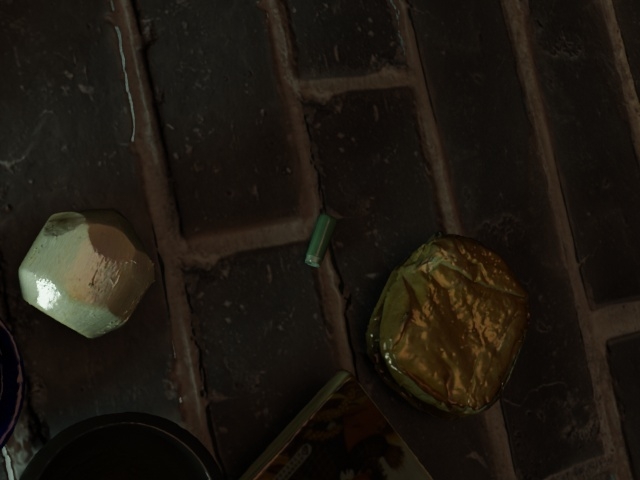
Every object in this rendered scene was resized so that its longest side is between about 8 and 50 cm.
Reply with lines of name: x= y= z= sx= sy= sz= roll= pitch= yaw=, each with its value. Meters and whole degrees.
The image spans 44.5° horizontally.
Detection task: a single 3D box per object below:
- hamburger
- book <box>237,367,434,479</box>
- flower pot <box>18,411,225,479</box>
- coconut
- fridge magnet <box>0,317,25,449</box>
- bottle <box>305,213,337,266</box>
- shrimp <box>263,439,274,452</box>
hamburger: x=0.208 y=0.136 z=1.251 sx=0.259 sy=0.144 sz=0.283 roll=40 pitch=72 yaw=-9
book: x=0.056 y=0.443 z=1.142 sx=0.300 sy=0.039 sz=0.428 roll=-45 pitch=111 yaw=-24
flower pot: x=-0.258 y=0.359 z=0.968 sx=0.269 sy=0.166 sz=0.269 roll=12 pitch=62 yaw=-23
coconut: x=-0.301 y=0.035 z=1.028 sx=0.161 sy=0.161 sz=0.162 roll=35 pitch=77 yaw=-15
fridge magnet: x=-0.493 y=0.177 z=0.936 sx=0.265 sy=0.113 sz=0.265 roll=5 pitch=78 yaw=-26
bottle: x=0.000 y=0.000 z=1.239 sx=0.030 sy=0.030 sz=0.083 roll=25 pitch=72 yaw=-19
shrimp: x=0.010 y=0.364 z=1.170 sx=0.219 sy=0.046 sz=0.152 roll=6 pitch=78 yaw=-23
